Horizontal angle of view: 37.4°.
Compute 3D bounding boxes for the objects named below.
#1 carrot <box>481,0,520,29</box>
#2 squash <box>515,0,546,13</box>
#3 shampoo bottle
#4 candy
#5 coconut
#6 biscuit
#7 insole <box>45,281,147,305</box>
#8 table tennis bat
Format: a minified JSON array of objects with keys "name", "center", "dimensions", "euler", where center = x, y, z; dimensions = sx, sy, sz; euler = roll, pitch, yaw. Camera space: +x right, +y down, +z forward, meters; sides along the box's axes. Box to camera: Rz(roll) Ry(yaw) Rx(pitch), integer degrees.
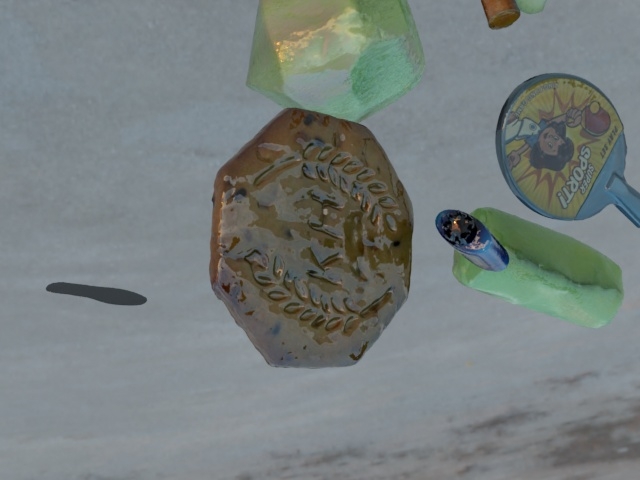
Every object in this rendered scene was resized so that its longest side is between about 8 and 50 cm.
[{"name":"carrot","center":[0.234,-0.356,1.298],"dimensions":[0.048,0.139,0.048],"euler":[-11,156,-5]},{"name":"squash","center":[0.349,-0.513,1.768],"dimensions":[0.184,0.085,0.191],"euler":[19,133,10]},{"name":"shampoo bottle","center":[0.211,-0.002,1.325],"dimensions":[0.050,0.087,0.183],"euler":[-56,156,2]},{"name":"candy","center":[0.385,0.050,1.665],"dimensions":[0.344,0.142,0.132],"euler":[19,124,-27]},{"name":"coconut","center":[0.013,-0.340,1.693],"dimensions":[0.329,0.281,0.328],"euler":[-16,174,-2]},{"name":"biscuit","center":[0.000,0.001,1.253],"dimensions":[0.359,0.359,0.046],"euler":[8,174,-39]},{"name":"insole","center":[-0.315,0.075,1.329],"dimensions":[0.153,0.002,0.053],"euler":[7,-159,11]},{"name":"table tennis bat","center":[0.399,-0.119,1.443],"dimensions":[0.329,0.215,0.044],"euler":[34,171,-23]}]
